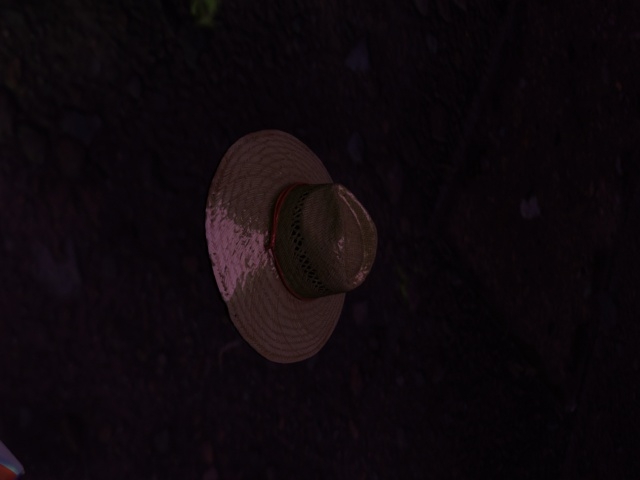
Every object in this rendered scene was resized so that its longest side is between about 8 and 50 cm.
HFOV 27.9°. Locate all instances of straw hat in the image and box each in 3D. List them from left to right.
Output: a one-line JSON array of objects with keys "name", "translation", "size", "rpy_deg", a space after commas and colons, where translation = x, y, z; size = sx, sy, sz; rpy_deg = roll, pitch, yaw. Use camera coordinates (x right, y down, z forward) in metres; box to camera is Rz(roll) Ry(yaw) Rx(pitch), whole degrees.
[{"name": "straw hat", "translation": [0.000, 0.000, 0.772], "size": [0.144, 0.061, 0.144], "rpy_deg": [11, 76, -50]}]

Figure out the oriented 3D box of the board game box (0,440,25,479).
[{"name": "board game box", "translation": [-0.244, 0.115, 0.351], "size": [0.144, 0.142, 0.275], "rpy_deg": [51, 45, -7]}]
